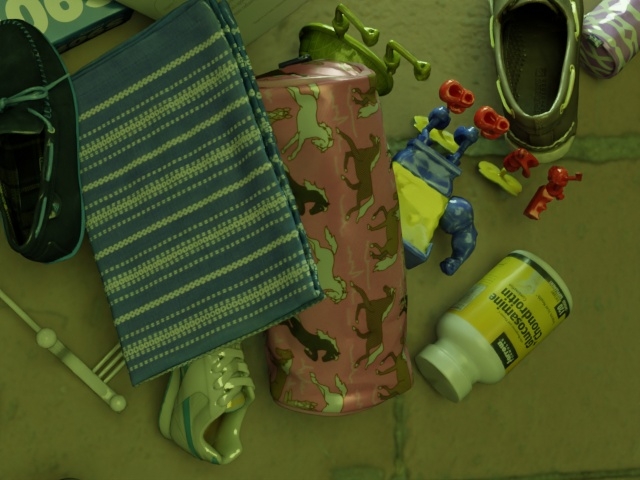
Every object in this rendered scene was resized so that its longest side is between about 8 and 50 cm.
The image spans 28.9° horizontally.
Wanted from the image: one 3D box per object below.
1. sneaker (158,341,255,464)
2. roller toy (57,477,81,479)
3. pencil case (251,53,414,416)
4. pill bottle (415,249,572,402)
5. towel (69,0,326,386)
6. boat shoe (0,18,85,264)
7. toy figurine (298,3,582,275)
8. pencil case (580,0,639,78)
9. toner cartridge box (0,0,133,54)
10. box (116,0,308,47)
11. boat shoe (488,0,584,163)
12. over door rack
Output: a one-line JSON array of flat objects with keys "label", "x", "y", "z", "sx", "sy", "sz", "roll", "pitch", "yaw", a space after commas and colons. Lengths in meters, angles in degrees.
[{"label": "sneaker", "x": -0.111, "y": 0.132, "z": 1.337, "sx": 0.087, "sy": 0.092, "sz": 0.229, "roll": -20, "pitch": 127, "yaw": -44}, {"label": "roller toy", "x": -0.290, "y": 0.348, "z": 1.266, "sx": 0.191, "sy": 0.209, "sz": 0.146, "roll": -30, "pitch": 94, "yaw": 23}, {"label": "pencil case", "x": 0.000, "y": 0.000, "z": 1.339, "sx": 0.160, "sy": 0.167, "sz": 0.386, "roll": -15, "pitch": 106, "yaw": -23}, {"label": "pill bottle", "x": 0.202, "y": 0.104, "z": 1.470, "sx": 0.184, "sy": 0.103, "sz": 0.103, "roll": -41, "pitch": 96, "yaw": -15}, {"label": "towel", "x": -0.147, "y": -0.052, "z": 1.246, "sx": 0.243, "sy": 0.040, "sz": 0.336, "roll": -25, "pitch": 75, "yaw": 24}, {"label": "boat shoe", "x": -0.294, "y": -0.108, "z": 1.260, "sx": 0.109, "sy": 0.089, "sz": 0.258, "roll": -21, "pitch": 80, "yaw": 19}, {"label": "toy figurine", "x": 0.086, "y": -0.070, "z": 1.418, "sx": 0.362, "sy": 0.191, "sz": 0.217, "roll": 34, "pitch": 82, "yaw": -9}, {"label": "pencil case", "x": 0.397, "y": -0.296, "z": 1.577, "sx": 0.088, "sy": 0.086, "sz": 0.206, "roll": 40, "pitch": 73, "yaw": 19}, {"label": "toner cartridge box", "x": -0.392, "y": -0.247, "z": 1.351, "sx": 0.347, "sy": 0.075, "sz": 0.165, "roll": -30, "pitch": 92, "yaw": -16}, {"label": "box", "x": -0.167, "y": -0.367, "z": 1.292, "sx": 0.345, "sy": 0.215, "sz": 0.168, "roll": 23, "pitch": 61, "yaw": -30}, {"label": "boat shoe", "x": 0.256, "y": -0.256, "z": 1.483, "sx": 0.116, "sy": 0.097, "sz": 0.324, "roll": -1, "pitch": 67, "yaw": 11}, {"label": "over door rack", "x": -0.256, "y": -0.003, "z": 1.350, "sx": 0.324, "sy": 0.108, "sz": 0.239, "roll": 45, "pitch": 75, "yaw": -7}]
